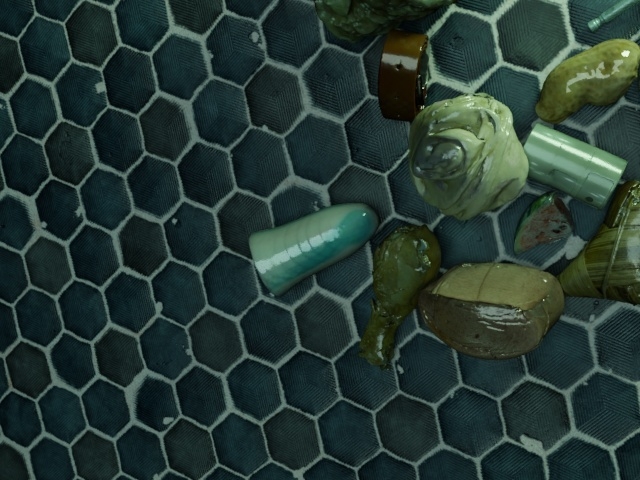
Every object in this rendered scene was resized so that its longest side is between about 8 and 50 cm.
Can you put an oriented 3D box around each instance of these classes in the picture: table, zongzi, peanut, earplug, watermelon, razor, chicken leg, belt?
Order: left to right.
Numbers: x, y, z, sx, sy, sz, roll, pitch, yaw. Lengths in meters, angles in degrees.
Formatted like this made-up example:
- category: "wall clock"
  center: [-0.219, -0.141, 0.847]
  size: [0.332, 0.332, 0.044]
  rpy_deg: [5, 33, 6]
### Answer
- category: "earplug"
  center: [0.000, 0.000, 1.971]
  size: [0.324, 0.185, 0.185]
  rpy_deg: [-24, 90, 12]
- category: "chicken leg"
  center: [0.187, 0.147, 1.927]
  size: [0.201, 0.152, 0.429]
  rpy_deg: [41, 122, 46]
- category: "belt"
  center: [0.196, -0.384, 1.797]
  size: [0.105, 0.261, 0.184]
  rpy_deg: [10, 77, 14]
- category: "watermelon"
  center: [0.534, -0.041, 1.832]
  size: [0.139, 0.071, 0.187]
  rpy_deg: [14, 131, -11]
- category: "table"
  center: [0.571, -0.171, 1.765]
  size: [0.220, 0.126, 0.126]
  rpy_deg: [28, 105, 13]
- category: "peanut"
  center: [0.600, -0.356, 1.732]
  size: [0.253, 0.122, 0.137]
  rpy_deg: [-21, 99, 22]
- category: "zongzi"
  center: [0.646, 0.009, 1.780]
  size: [0.288, 0.134, 0.286]
  rpy_deg: [-2, 89, 34]
- category: "razor"
  center: [0.702, -0.538, 1.702]
  size: [0.232, 0.106, 0.068]
  rpy_deg: [-33, 86, 31]

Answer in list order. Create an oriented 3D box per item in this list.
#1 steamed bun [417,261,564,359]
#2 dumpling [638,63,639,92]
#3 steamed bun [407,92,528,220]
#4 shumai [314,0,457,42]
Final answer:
- category: "steamed bun"
  center: [0.399, 0.181, 1.812]
  size: [0.301, 0.251, 0.199]
  rpy_deg: [8, 118, 32]
- category: "dumpling"
  center: [0.751, -0.360, 1.648]
  size: [0.131, 0.179, 0.252]
  rpy_deg: [26, 103, 9]
- category: "steamed bun"
  center: [0.309, -0.182, 1.743]
  size: [0.268, 0.207, 0.280]
  rpy_deg: [-9, 97, 47]
- category: "shumai"
  center: [0.128, -0.610, 1.778]
  size: [0.395, 0.395, 0.348]
  rpy_deg: [54, 135, 5]
